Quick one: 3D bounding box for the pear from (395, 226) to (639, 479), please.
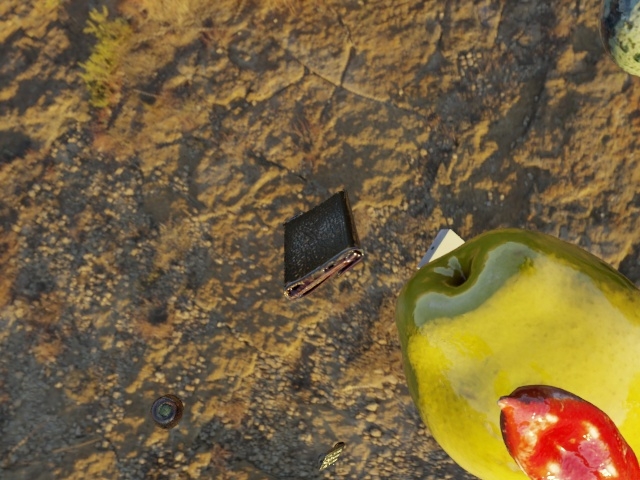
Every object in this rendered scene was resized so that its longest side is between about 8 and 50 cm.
[{"bbox_3d":[0.304,0.174,0.876,0.362,0.362,0.418,-42,105,-1],"label":"pear"}]

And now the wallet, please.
[{"bbox_3d":[0.000,0.000,0.989,0.133,0.039,0.243,-32,24,11],"label":"wallet"}]

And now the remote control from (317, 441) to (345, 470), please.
[{"bbox_3d":[0.014,0.324,0.934,0.016,0.091,0.034,27,90,20],"label":"remote control"}]

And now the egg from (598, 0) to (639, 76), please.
[{"bbox_3d":[0.357,-0.242,0.614,0.132,0.132,0.172,37,91,27],"label":"egg"}]

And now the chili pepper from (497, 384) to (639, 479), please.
[{"bbox_3d":[0.159,0.132,0.380,0.059,0.191,0.050,-41,37,14],"label":"chili pepper"}]

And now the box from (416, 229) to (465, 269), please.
[{"bbox_3d":[0.346,0.059,1.670,0.129,0.130,0.051,-55,19,-11],"label":"box"}]

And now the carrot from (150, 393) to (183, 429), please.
[{"bbox_3d":[-0.264,0.299,1.070,0.055,0.161,0.055,5,70,-13],"label":"carrot"}]
